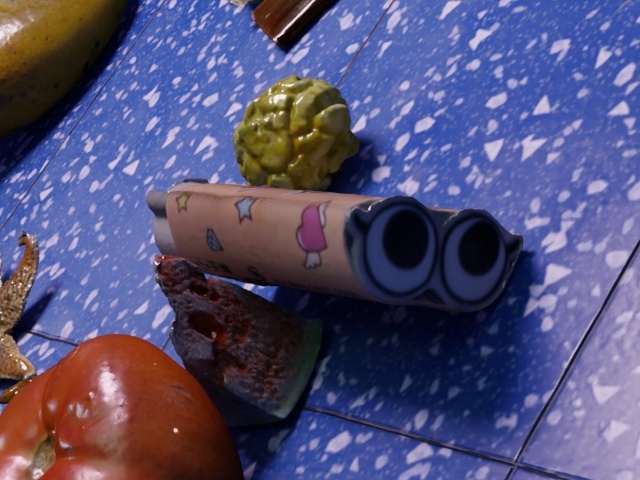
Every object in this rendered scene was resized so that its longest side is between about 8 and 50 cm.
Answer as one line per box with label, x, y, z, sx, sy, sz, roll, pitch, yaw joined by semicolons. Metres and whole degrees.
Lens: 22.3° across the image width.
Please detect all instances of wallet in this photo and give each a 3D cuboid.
wallet;0.004;-0.285;1.751;0.176;0.026;0.095;-46;36;4

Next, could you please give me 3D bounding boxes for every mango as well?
mango;-0.372;-0.241;2.056;0.329;0.175;0.176;-31;61;-11

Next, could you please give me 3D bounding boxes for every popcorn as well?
popcorn;-0.021;-0.092;1.489;0.106;0.116;0.120;-59;-28;-82

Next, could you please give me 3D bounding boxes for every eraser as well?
eraser;0.000;0.000;1.297;0.290;0.171;0.087;6;87;54

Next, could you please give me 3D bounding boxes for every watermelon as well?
watermelon;-0.067;0.085;1.311;0.121;0.158;0.098;-1;47;16

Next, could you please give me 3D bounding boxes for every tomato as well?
tomato;-0.164;0.202;1.236;0.260;0.180;0.260;-35;30;24

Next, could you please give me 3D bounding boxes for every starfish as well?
starfish;-0.372;0.091;1.765;0.295;0.048;0.231;-10;58;51

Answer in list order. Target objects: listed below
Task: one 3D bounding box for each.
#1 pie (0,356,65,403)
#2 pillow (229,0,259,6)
pie;-0.243;0.140;1.555;0.088;0.033;0.191;-49;24;-19
pillow;-0.029;-0.345;1.834;0.208;0.053;0.119;-43;26;7
